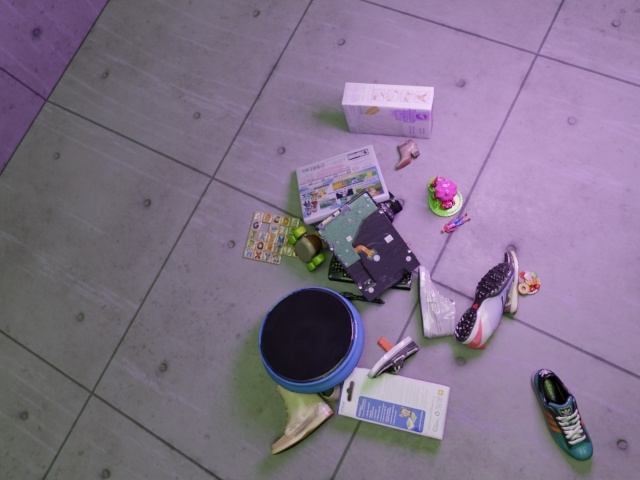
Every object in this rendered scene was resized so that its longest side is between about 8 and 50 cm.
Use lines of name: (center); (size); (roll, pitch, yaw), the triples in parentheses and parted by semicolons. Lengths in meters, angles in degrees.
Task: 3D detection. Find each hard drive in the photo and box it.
hard drive: (0.168, 0.018, 1.816); (0.236, 0.064, 0.339); (-37, 98, 2)

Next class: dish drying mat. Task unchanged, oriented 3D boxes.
dish drying mat: (0.247, 0.389, 1.834); (0.083, 0.008, 0.032); (41, 88, 17)

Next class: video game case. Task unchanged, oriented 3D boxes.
video game case: (0.076, -0.220, 1.949); (0.328, 0.036, 0.300); (-16, 48, 7)

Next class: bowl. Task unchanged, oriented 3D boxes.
bowl: (-0.041, 0.345, 1.807); (0.390, 0.077, 0.392); (-8, 58, 13)

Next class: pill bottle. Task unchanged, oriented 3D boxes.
pill bottle: (0.199, -0.083, 1.903); (0.219, 0.123, 0.123); (-39, 72, 0)

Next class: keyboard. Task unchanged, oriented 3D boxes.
keyboard: (0.183, 0.147, 1.897); (0.316, 0.033, 0.202); (6, 78, 14)

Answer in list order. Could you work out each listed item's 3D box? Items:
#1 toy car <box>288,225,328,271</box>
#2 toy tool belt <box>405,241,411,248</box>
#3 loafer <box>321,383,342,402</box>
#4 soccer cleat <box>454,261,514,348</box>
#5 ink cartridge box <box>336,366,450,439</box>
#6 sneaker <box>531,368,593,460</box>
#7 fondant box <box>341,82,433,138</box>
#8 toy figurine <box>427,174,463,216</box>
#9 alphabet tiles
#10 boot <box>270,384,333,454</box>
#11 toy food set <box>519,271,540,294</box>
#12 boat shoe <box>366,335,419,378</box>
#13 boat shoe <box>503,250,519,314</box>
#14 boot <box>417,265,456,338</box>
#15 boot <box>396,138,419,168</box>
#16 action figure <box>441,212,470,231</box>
toy car: (0.000, 0.000, 1.941); (0.188, 0.149, 0.155); (-32, 83, -25)
toy tool belt: (0.300, 0.023, 1.899); (0.083, 0.052, 0.051); (1, 45, 9)
loafer: (0.003, 0.458, 1.823); (0.101, 0.092, 0.269); (-32, 72, 2)
soccer cleat: (0.585, 0.226, 1.733); (0.116, 0.108, 0.318); (27, 94, -21)
ink cartridge box: (0.254, 0.559, 1.759); (0.370, 0.069, 0.176); (10, 79, 12)
sneaker: (0.778, 0.562, 1.618); (0.108, 0.121, 0.302); (-26, 72, 5)
fondant box: (0.263, -0.495, 1.933); (0.330, 0.238, 0.096); (6, 77, 13)
toy figurine: (0.454, -0.191, 1.858); (0.130, 0.159, 0.173); (-24, 72, 5)
alphabet tiles: (-0.178, -0.006, 2.023); (0.237, 0.009, 0.199); (10, 78, 15)
boot: (-0.109, 0.617, 1.806); (0.262, 0.095, 0.203); (-40, 69, 5)
toy food set: (0.735, 0.149, 1.785); (0.083, 0.020, 0.083); (-9, 74, 10)
boat shoe: (0.257, 0.420, 1.755); (0.219, 0.078, 0.070); (-33, 69, -24)
boat shoe: (0.653, 0.146, 1.772); (0.073, 0.080, 0.224); (1, 81, 7)
boot: (0.419, 0.217, 1.807); (0.123, 0.095, 0.259); (-5, 83, 4)
boot: (0.331, -0.345, 1.989); (0.118, 0.042, 0.087); (-32, 66, 1)
action figure: (0.503, -0.063, 1.885); (0.115, 0.030, 0.038); (-31, 77, 5)
